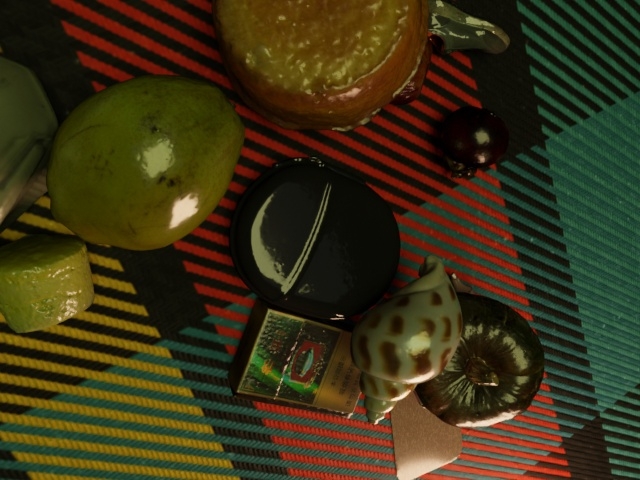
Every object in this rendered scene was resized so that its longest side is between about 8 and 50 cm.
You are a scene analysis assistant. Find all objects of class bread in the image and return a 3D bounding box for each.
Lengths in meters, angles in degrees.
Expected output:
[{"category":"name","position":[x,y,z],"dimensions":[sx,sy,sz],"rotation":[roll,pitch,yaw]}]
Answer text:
[{"category":"bread","position":[-0.381,0.055,0.638],"dimensions":[0.129,0.111,0.115],"rotation":[-13,113,-15]},{"category":"bread","position":[-0.002,-0.302,0.650],"dimensions":[0.311,0.172,0.313],"rotation":[0,94,5]}]

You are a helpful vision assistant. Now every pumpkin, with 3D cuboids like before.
[{"category":"pumpkin","position":[0.288,0.226,0.876],"dimensions":[0.260,0.189,0.261],"rotation":[1,101,6]}]

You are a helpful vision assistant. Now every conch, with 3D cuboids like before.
[{"category":"conch","position":[0.139,0.164,0.772],"dimensions":[0.275,0.182,0.149],"rotation":[-46,71,4]}]

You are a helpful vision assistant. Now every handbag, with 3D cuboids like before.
[{"category":"handbag","position":[0.001,0.000,0.783],"dimensions":[0.307,0.093,0.254],"rotation":[21,87,-25]}]

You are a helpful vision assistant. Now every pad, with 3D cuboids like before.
[{"category":"pad","position":[0.230,0.385,1.011],"dimensions":[0.176,0.002,0.267],"rotation":[-13,105,-21]}]

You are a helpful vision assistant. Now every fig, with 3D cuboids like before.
[{"category":"fig","position":[0.116,-0.283,0.774],"dimensions":[0.150,0.128,0.129],"rotation":[-21,109,7]}]

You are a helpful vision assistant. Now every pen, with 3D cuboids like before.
[{"category":"pen","position":[0.310,0.146,0.982],"dimensions":[0.053,0.032,0.197],"rotation":[-35,113,-13]}]

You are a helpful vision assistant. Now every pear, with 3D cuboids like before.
[{"category":"pear","position":[-0.222,-0.105,0.614],"dimensions":[0.269,0.212,0.213],"rotation":[-33,111,-7]}]

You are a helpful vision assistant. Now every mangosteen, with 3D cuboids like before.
[{"category":"mangosteen","position":[0.276,-0.176,0.864],"dimensions":[0.139,0.140,0.140],"rotation":[-5,102,-22]}]

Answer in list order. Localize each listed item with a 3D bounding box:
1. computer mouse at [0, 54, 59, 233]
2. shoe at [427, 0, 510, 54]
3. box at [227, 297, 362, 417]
[{"category":"computer mouse","position":[-0.496,-0.052,0.545],"dimensions":[0.228,0.145,0.429],"rotation":[43,83,-26]},{"category":"shoe","position":[0.247,-0.366,0.839],"dimensions":[0.194,0.074,0.077],"rotation":[15,106,-22]},{"category":"box","position":[-0.025,0.212,0.833],"dimensions":[0.240,0.071,0.160],"rotation":[20,94,-25]}]
